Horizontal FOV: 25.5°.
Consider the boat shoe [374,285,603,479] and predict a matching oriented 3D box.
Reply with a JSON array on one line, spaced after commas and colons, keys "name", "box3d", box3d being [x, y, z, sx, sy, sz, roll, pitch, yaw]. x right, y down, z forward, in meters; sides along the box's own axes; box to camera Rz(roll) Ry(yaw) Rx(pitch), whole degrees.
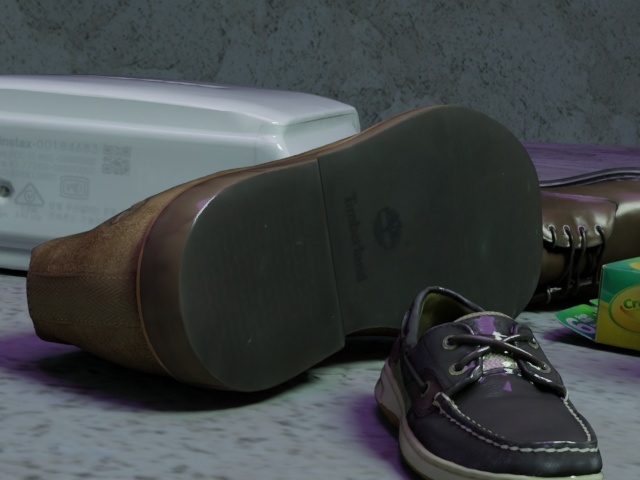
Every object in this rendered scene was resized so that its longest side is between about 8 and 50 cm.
[{"name": "boat shoe", "box3d": [0.051, 0.048, 0.473, 0.056, 0.049, 0.152, 3, 8, -15]}]

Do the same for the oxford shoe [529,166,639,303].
[{"name": "oxford shoe", "box3d": [0.140, 0.008, 0.797, 0.227, 0.083, 0.096, 3, 24, 1]}]

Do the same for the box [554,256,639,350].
[{"name": "box", "box3d": [0.214, 0.036, 0.692, 0.179, 0.043, 0.105, 7, 7, 29]}]

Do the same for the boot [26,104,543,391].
[{"name": "boot", "box3d": [0.000, 0.000, 0.642, 0.115, 0.112, 0.305, -3, 3, 38]}]

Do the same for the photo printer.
[{"name": "photo printer", "box3d": [-0.107, -0.048, 0.891, 0.256, 0.107, 0.307, 6, 8, 10]}]
